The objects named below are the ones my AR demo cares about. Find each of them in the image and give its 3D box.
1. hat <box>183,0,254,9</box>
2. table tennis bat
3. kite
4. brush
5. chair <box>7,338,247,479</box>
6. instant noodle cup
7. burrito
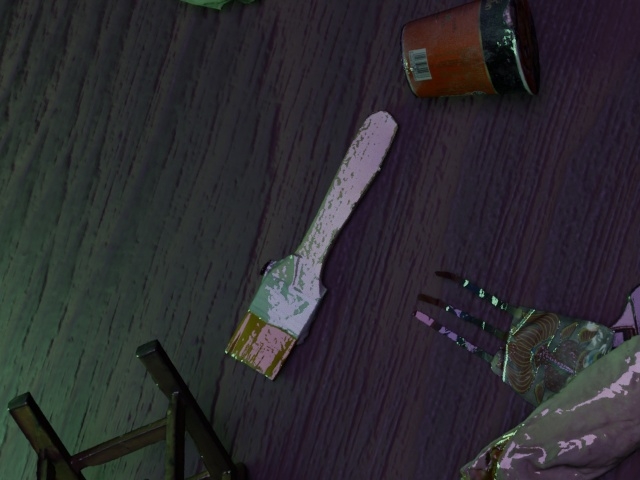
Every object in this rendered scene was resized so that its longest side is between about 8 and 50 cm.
[{"bbox_3d":[-0.147,-0.349,1.705,0.122,0.081,0.166,-22,69,7],"label":"hat"},{"bbox_3d":[0.366,0.101,1.563,0.220,0.019,0.130,-9,86,12],"label":"table tennis bat"},{"bbox_3d":[0.213,0.105,1.589,0.229,0.016,0.127,31,107,16],"label":"kite"},{"bbox_3d":[0.000,0.000,1.657,0.085,0.020,0.336,30,90,14],"label":"brush"},{"bbox_3d":[-0.165,0.356,1.583,0.203,0.416,0.240,-24,35,8],"label":"chair"},{"bbox_3d":[0.166,-0.211,1.600,0.136,0.127,0.127,-8,82,20],"label":"instant noodle cup"},{"bbox_3d":[0.307,0.178,1.520,0.392,0.076,0.117,-37,113,11],"label":"burrito"}]
